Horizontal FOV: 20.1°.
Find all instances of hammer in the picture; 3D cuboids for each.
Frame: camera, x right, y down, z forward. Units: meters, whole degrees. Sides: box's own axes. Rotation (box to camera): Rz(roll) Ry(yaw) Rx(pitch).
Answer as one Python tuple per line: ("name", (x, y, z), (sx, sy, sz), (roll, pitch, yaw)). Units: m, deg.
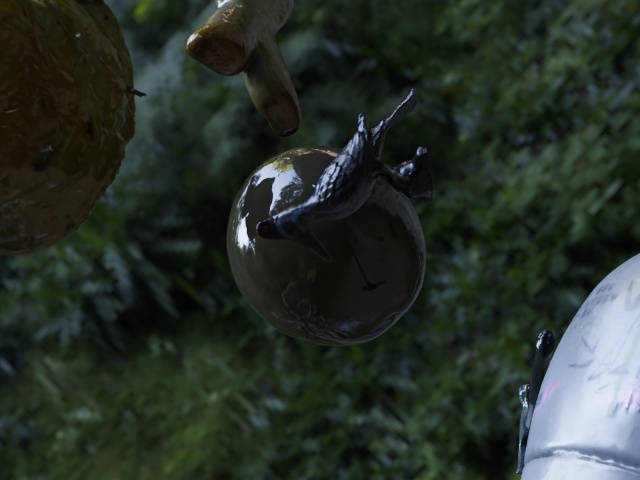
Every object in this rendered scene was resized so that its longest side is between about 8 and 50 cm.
("hammer", (0.209, 0.151, 1.733), (0.246, 0.029, 0.103), (83, -169, -65))

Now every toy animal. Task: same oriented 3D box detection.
("toy animal", (0.029, -0.055, 1.715), (0.202, 0.105, 0.070), (-33, -11, -1))

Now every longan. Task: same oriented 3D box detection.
("longan", (0.000, 0.000, 2.001), (0.248, 0.248, 0.248), (-46, -7, -7))

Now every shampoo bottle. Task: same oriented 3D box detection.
("shampoo bottle", (0.281, 0.154, 1.271), (0.266, 0.273, 0.273), (-60, -2, -20))

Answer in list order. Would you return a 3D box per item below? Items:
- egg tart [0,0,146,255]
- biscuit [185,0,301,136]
("egg tart", (-0.354, -0.155, 1.930), (0.153, 0.339, 0.352), (-147, 57, -76))
("biscuit", (-0.076, -0.225, 1.856), (0.047, 0.164, 0.208), (-29, 44, 27))
